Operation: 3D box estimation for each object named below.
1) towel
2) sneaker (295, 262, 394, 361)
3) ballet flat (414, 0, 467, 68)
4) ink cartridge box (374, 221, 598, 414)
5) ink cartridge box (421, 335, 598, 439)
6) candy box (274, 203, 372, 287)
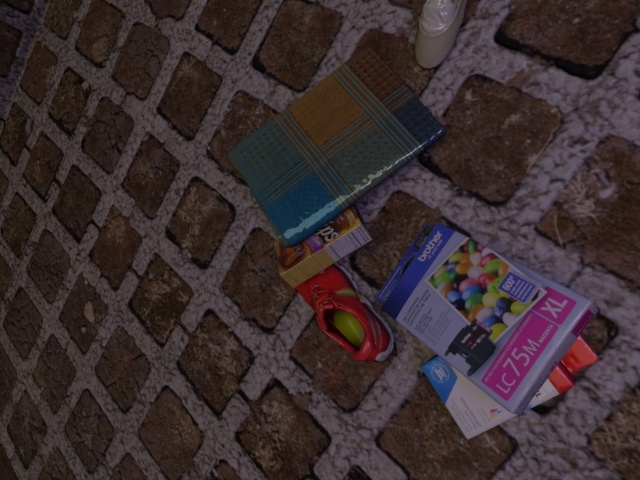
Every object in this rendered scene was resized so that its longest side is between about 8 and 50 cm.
[{"bbox_3d":[0.017,-0.188,0.816,0.370,0.040,0.271,-35,67,8],"label":"towel"},{"bbox_3d":[0.025,0.121,0.793,0.279,0.118,0.107,41,106,32],"label":"sneaker"},{"bbox_3d":[0.228,-0.447,0.745,0.086,0.086,0.248,24,98,28],"label":"ballet flat"},{"bbox_3d":[0.228,0.096,0.658,0.311,0.065,0.185,37,95,46],"label":"ink cartridge box"},{"bbox_3d":[0.301,0.200,0.664,0.231,0.078,0.134,-40,69,20],"label":"ink cartridge box"},{"bbox_3d":[0.000,0.000,0.814,0.187,0.053,0.109,-32,38,11],"label":"candy box"}]
